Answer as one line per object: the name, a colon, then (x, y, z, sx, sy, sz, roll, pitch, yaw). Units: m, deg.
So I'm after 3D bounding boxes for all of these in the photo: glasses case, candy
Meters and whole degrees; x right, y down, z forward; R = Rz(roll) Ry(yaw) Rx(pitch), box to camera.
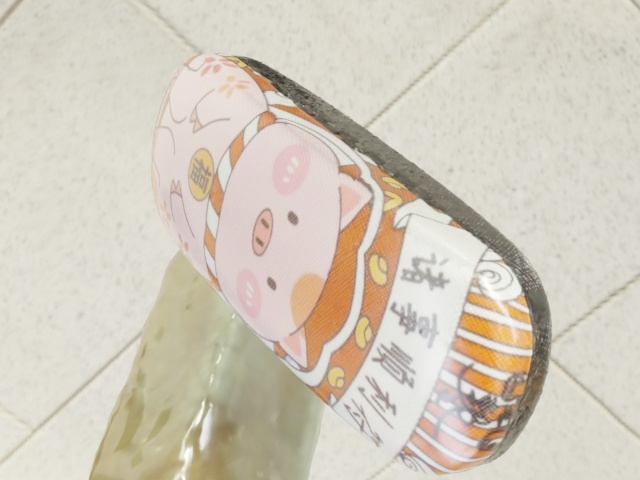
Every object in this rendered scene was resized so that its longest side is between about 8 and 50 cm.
glasses case: (0.000, 0.000, 0.542, 0.067, 0.267, 0.103, -5, 122, -37)
candy: (-0.061, 0.095, 0.753, 0.104, 0.234, 0.102, -13, 134, 34)
